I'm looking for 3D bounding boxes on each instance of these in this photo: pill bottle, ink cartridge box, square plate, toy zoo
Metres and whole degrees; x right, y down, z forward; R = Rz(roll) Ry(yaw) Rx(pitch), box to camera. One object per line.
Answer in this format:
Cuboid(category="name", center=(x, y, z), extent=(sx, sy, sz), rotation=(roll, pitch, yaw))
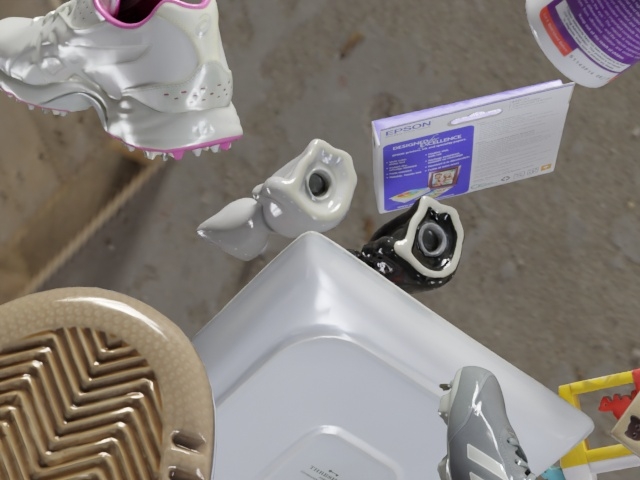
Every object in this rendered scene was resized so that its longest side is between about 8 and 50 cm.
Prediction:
Cuboid(category="pill bottle", center=(0.275, -0.219, 1.278), extent=(0.193, 0.108, 0.108), rotation=(-35, 57, 37))
Cuboid(category="ink cartridge box", center=(0.156, -0.110, 1.617), extent=(0.206, 0.208, 0.045), rotation=(-13, 68, -4))
Cuboid(category="square plate", center=(0.004, 0.193, 1.307), extent=(0.344, 0.347, 0.049), rotation=(-44, 30, 22))
Cuboid(category="toy zoo", center=(0.394, 0.240, 1.770), extent=(0.293, 0.030, 0.192), rotation=(-14, 82, 22))

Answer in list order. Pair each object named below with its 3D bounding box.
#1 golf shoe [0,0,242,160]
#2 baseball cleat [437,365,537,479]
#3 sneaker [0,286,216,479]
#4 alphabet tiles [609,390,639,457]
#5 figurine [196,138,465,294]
Cuboid(category="golf shoe", center=(-0.175, -0.166, 1.276), extent=(0.306, 0.115, 0.140), rotation=(22, 120, 40))
Cuboid(category="baseball cleat", center=(0.120, 0.160, 0.845), extent=(0.109, 0.072, 0.206), rotation=(-12, 59, 19))
Cuboid(category="sneaker", center=(-0.104, 0.150, 0.431), extent=(0.099, 0.153, 0.282), rotation=(22, 84, 6))
Cuboid(category="alphabet tiles", center=(0.443, 0.210, 1.371), extent=(0.342, 0.011, 0.285), rotation=(37, 81, 2))
Cuboid(category="figurine", center=(0.000, 0.000, 1.558), extent=(0.209, 0.215, 0.092), rotation=(-29, 40, 54))
